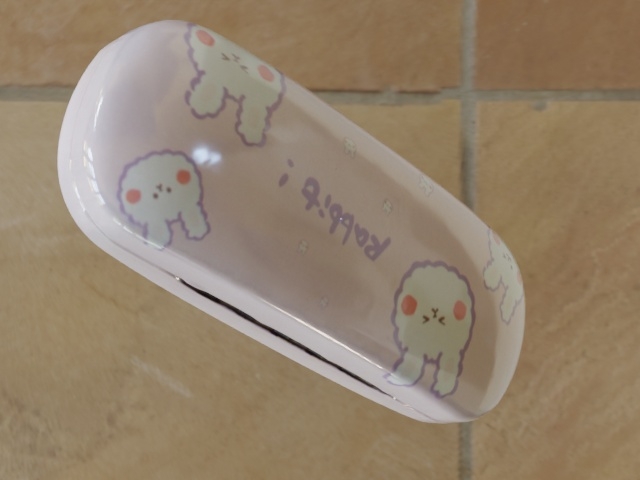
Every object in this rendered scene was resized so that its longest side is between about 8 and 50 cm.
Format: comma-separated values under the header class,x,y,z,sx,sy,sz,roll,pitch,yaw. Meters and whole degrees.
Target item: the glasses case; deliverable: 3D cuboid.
class,x,y,z,sx,sy,sz,roll,pitch,yaw
glasses case,0.000,0.000,0.628,0.297,0.075,0.113,31,64,-34
